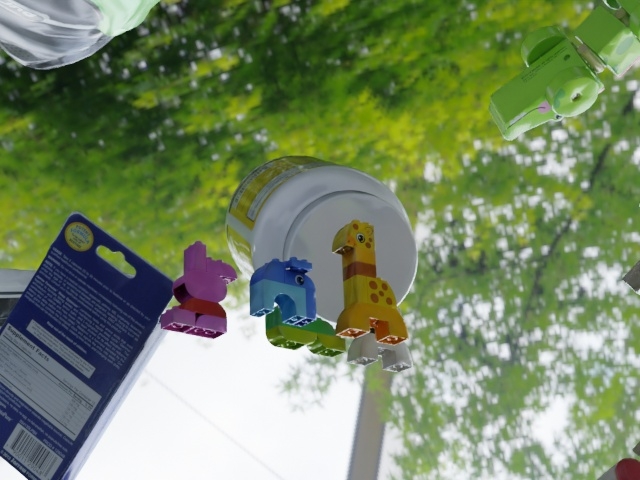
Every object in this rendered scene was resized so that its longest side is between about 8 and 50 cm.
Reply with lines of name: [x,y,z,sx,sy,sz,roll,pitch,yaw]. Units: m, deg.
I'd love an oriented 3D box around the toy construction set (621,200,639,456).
toy construction set: [0.314,0.074,0.830,0.237,0.308,0.257,41,-143,20]

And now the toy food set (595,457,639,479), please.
toy food set: [0.313,0.280,1.070,0.111,0.104,0.232,26,-136,-7]

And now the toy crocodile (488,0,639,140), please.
toy crocodile: [0.364,-0.249,1.489,0.340,0.105,0.115,-40,-135,15]

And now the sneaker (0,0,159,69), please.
sneaker: [-0.241,-0.264,0.523,0.185,0.202,0.482,-32,-103,-29]

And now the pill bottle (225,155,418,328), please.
pill bottle: [0.000,0.000,1.371,0.188,0.187,0.334,-26,-168,-8]

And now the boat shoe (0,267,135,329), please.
boat shoe: [-0.361,0.103,1.547,0.121,0.335,0.119,-18,-106,52]

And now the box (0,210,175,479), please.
box: [-0.228,0.101,1.053,0.136,0.036,0.225,34,-85,20]

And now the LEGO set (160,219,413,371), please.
LEGO set: [-0.002,0.032,0.901,0.087,0.227,0.093,-29,-125,47]
